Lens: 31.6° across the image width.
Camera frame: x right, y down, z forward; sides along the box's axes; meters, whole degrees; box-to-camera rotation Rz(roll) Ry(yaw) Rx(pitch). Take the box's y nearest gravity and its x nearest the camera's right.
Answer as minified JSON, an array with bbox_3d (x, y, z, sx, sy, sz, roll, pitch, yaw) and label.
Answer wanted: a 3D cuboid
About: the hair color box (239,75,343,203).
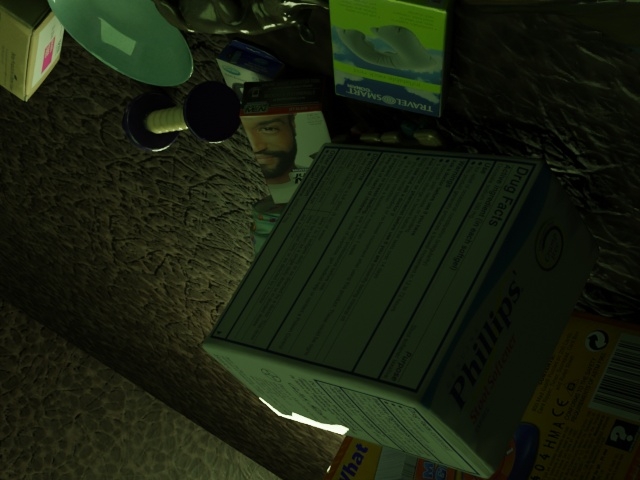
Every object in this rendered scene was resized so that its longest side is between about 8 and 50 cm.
[{"bbox_3d":[-0.024,-0.109,1.265,0.093,0.053,0.167,-3,146,12],"label":"hair color box"}]

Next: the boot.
[{"bbox_3d":[0.205,-0.167,0.824,0.219,0.082,0.106,4,141,49],"label":"boot"}]

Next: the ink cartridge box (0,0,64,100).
[{"bbox_3d":[-0.422,-0.301,1.429,0.193,0.088,0.235,35,158,-6],"label":"ink cartridge box"}]

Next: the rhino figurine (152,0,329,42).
[{"bbox_3d":[-0.080,-0.237,1.091,0.243,0.073,0.106,14,168,39],"label":"rhino figurine"}]

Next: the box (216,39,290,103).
[{"bbox_3d":[-0.067,-0.169,1.282,0.081,0.028,0.136,23,158,26],"label":"box"}]

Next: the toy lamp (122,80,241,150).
[{"bbox_3d":[-0.181,-0.151,1.391,0.080,0.080,0.275,43,162,-22],"label":"toy lamp"}]

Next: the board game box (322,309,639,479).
[{"bbox_3d":[0.265,0.308,1.316,0.356,0.356,0.356,12,156,43],"label":"board game box"}]

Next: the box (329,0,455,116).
[{"bbox_3d":[0.065,-0.177,1.031,0.109,0.042,0.178,15,154,12],"label":"box"}]

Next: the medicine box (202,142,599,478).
[{"bbox_3d":[0.077,0.055,1.107,0.289,0.263,0.149,9,151,44],"label":"medicine box"}]

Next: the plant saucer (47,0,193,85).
[{"bbox_3d":[-0.223,-0.255,1.297,0.195,0.037,0.195,25,156,12],"label":"plant saucer"}]

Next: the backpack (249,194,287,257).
[{"bbox_3d":[0.000,0.000,1.363,0.182,0.152,0.115,8,107,42],"label":"backpack"}]

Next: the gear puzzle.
[{"bbox_3d":[0.171,-0.022,1.241,0.175,0.044,0.339,2,145,51],"label":"gear puzzle"}]
